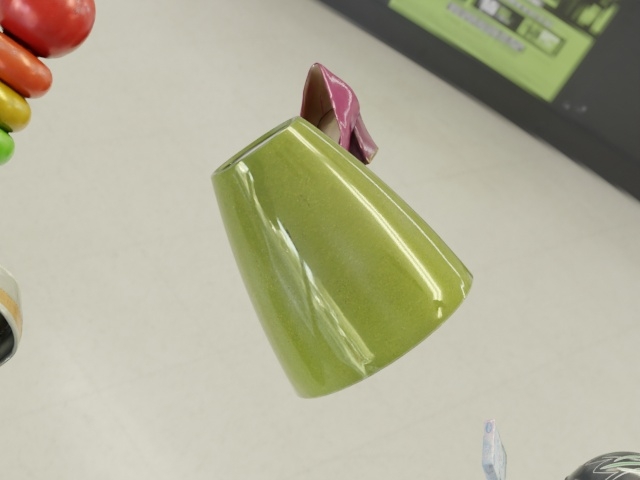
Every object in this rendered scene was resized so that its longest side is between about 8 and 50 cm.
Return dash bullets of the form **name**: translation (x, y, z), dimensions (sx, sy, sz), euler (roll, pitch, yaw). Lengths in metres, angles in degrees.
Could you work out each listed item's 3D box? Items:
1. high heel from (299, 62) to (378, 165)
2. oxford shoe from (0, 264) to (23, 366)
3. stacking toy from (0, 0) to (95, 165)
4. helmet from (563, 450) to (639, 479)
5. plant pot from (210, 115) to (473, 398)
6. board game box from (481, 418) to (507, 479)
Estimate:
- **high heel**: translation (-0.020, -0.142, 1.958), dimensions (0.181, 0.127, 0.377), euler (57, 25, -14)
- **oxford shoe**: translation (-0.538, 0.164, 1.418), dimensions (0.449, 0.169, 0.130), euler (-30, 30, -19)
- **stacking toy**: translation (-0.324, -0.114, 1.129), dimensions (0.141, 0.330, 0.141), euler (34, -3, 2)
- **helmet**: translation (0.354, 0.321, 1.417), dimensions (0.169, 0.161, 0.169), euler (5, 24, -2)
- **plant pot**: translation (0.000, 0.000, 1.572), dimensions (0.293, 0.275, 0.275), euler (56, 34, -10)
- **board game box**: translation (0.272, 0.343, 1.945), dimensions (0.020, 0.090, 0.090), euler (-8, 39, 17)
